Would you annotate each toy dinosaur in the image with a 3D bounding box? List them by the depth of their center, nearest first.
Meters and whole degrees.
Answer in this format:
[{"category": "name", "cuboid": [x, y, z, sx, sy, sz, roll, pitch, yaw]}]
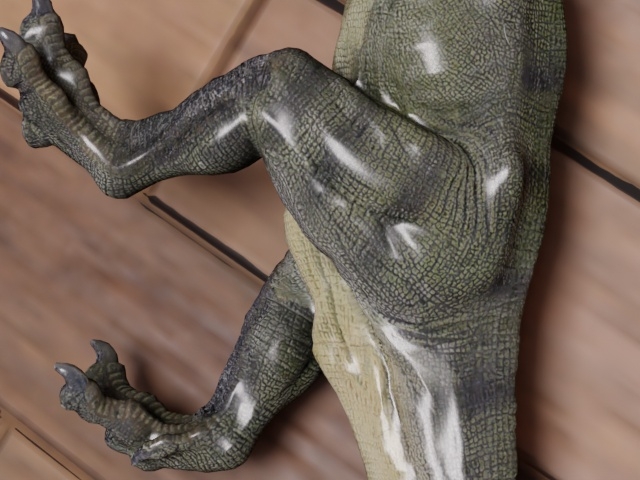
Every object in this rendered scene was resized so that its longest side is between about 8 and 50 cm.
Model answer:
[{"category": "toy dinosaur", "cuboid": [0.000, 0.000, 0.374, 0.118, 0.064, 0.268, -2, 89, 14]}]
